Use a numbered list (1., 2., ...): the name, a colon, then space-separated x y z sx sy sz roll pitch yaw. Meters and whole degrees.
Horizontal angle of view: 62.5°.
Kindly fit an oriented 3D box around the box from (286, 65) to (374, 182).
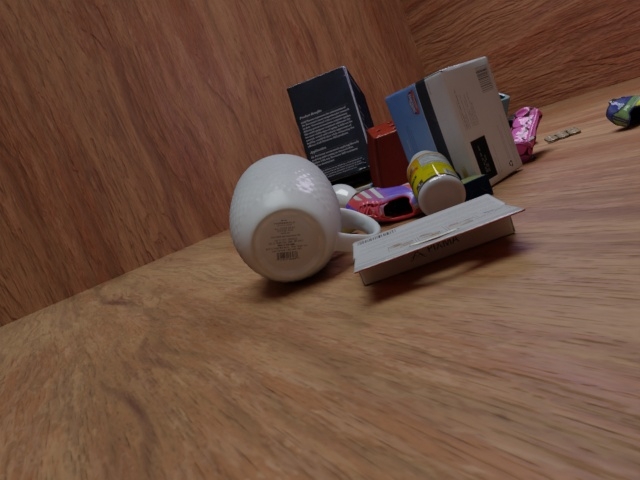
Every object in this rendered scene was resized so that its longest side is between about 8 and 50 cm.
1. box: 0.102 -0.489 2.496 0.297 0.471 0.480 -16 -5 14

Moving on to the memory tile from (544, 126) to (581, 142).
1. memory tile: 0.863 -0.378 1.886 0.113 0.012 0.148 -18 9 20

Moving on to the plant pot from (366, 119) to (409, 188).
1. plant pot: 0.311 -0.336 2.031 0.267 0.235 0.267 -20 22 4

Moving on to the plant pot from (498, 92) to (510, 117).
1. plant pot: 0.547 -0.423 2.026 0.248 0.252 0.247 -24 36 -16

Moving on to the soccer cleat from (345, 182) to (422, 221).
1. soccer cleat: 0.178 -0.098 1.543 0.318 0.108 0.116 -9 19 43

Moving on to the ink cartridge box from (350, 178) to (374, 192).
1. ink cartridge box: 0.241 -0.247 2.381 0.304 0.072 0.307 -17 12 25

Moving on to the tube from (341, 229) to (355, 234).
1. tube: 0.000 0.000 1.533 0.240 0.062 0.070 -32 -26 -29

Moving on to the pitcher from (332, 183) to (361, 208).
1. pitcher: 0.118 -0.144 1.954 0.178 0.125 0.207 -3 9 -33

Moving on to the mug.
1. mug: -0.036 -0.039 1.283 0.374 0.276 0.328 7 18 -8

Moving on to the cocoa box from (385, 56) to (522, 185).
1. cocoa box: 0.392 -0.320 1.559 0.231 0.347 0.228 -28 10 -34

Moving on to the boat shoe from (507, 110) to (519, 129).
1. boat shoe: 0.749 -0.419 2.109 0.130 0.132 0.355 -30 -1 7

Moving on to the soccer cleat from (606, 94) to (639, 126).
1. soccer cleat: 0.995 -0.399 1.558 0.289 0.093 0.121 -18 39 -4

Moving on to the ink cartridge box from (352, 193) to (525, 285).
1. ink cartridge box: 0.206 0.005 0.973 0.296 0.066 0.261 -21 9 8

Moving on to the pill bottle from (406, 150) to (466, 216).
1. pill bottle: 0.289 -0.153 1.355 0.117 0.117 0.215 -20 30 9

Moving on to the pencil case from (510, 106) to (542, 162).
1. pencil case: 0.654 -0.343 1.688 0.098 0.095 0.209 111 -176 -56

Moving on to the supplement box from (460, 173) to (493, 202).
1. supplement box: 0.391 -0.133 1.388 0.083 0.056 0.083 -23 9 -10
